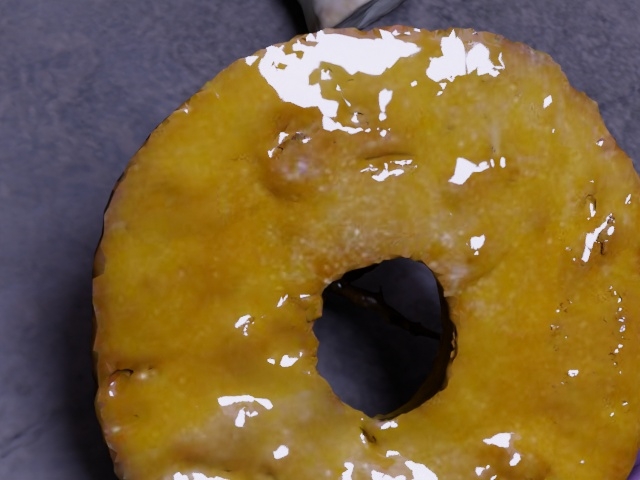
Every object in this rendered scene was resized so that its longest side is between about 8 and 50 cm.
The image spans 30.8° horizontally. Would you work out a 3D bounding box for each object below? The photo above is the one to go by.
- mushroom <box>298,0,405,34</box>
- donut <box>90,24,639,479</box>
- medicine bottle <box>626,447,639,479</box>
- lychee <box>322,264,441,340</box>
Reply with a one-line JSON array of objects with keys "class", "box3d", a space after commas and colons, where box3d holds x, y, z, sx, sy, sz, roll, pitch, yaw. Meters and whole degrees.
[{"class": "mushroom", "box3d": [-0.059, -0.327, 0.741, 0.315, 0.315, 0.356, -2, 57, -20]}, {"class": "donut", "box3d": [0.021, 0.038, 0.553, 0.278, 0.108, 0.277, -2, 97, -13]}, {"class": "medicine bottle", "box3d": [0.258, 0.115, 0.605, 0.178, 0.178, 0.290, 35, 53, 7]}, {"class": "lychee", "box3d": [-0.002, -0.006, 0.643, 0.114, 0.101, 0.140, -15, 40, -30]}]
